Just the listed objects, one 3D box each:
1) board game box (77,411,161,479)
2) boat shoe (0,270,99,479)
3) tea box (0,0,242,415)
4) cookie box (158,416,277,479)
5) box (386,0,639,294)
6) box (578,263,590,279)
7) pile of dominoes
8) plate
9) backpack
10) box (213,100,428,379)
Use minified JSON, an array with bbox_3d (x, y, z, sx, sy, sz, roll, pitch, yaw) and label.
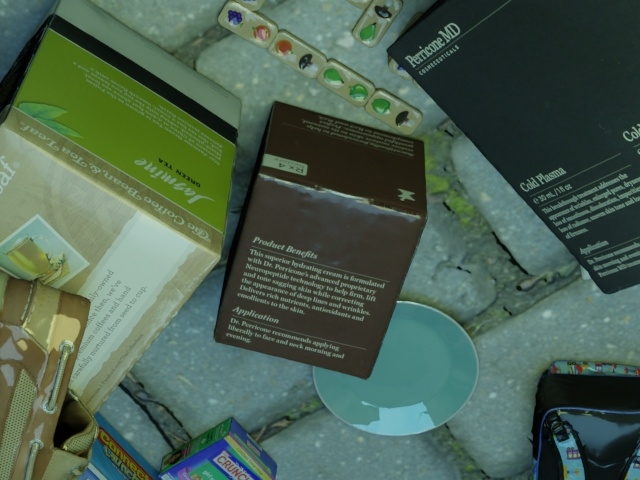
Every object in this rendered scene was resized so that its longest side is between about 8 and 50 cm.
[{"bbox_3d":[-0.312,0.380,1.675,0.308,0.086,0.302,-31,115,18],"label":"board game box"},{"bbox_3d":[-0.248,0.174,1.163,0.117,0.123,0.324,5,124,-7],"label":"boat shoe"},{"bbox_3d":[-0.259,-0.007,1.310,0.220,0.323,0.329,32,117,-16],"label":"tea box"},{"bbox_3d":[-0.121,0.272,1.633,0.107,0.040,0.092,-33,114,18],"label":"cookie box"},{"bbox_3d":[0.281,-0.155,1.158,0.312,0.179,0.343,47,153,-8],"label":"box"},{"bbox_3d":[0.307,-0.028,1.419,0.101,0.087,0.102,-10,120,7],"label":"box"},{"bbox_3d":[0.053,-0.220,1.341,0.251,0.040,0.196,29,117,-15],"label":"pile of dominoes"},{"bbox_3d":[0.085,0.142,1.562,0.188,0.024,0.188,0,121,1],"label":"plate"},{"bbox_3d":[0.312,0.237,1.558,0.158,0.117,0.173,1,120,0],"label":"backpack"},{"bbox_3d":[0.000,0.000,1.396,0.169,0.167,0.203,15,119,-5],"label":"box"}]
